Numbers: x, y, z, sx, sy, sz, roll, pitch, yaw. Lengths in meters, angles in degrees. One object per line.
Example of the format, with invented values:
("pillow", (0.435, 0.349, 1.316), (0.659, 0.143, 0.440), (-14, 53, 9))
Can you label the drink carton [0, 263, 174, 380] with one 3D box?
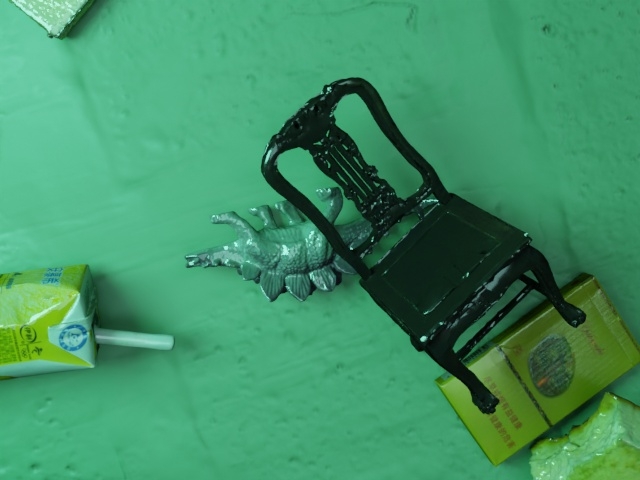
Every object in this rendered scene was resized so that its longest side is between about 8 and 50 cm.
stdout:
("drink carton", (-0.210, 0.061, 0.637), (0.200, 0.084, 0.074), (-9, 106, -7))

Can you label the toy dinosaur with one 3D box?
("toy dinosaur", (0.000, 0.000, 0.679), (0.209, 0.039, 0.082), (-15, 96, -8))

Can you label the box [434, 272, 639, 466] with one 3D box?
("box", (0.180, 0.105, 0.721), (0.155, 0.023, 0.086), (-35, 96, -3))

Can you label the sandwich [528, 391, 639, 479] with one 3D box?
("sandwich", (0.236, 0.220, 0.703), (0.163, 0.058, 0.192), (25, 126, 14))

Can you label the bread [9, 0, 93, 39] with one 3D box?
("bread", (-0.170, -0.223, 0.644), (0.068, 0.028, 0.153), (39, 90, -9))

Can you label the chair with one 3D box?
("chair", (0.070, 0.002, 0.622), (0.106, 0.113, 0.229), (-45, 123, -3))
